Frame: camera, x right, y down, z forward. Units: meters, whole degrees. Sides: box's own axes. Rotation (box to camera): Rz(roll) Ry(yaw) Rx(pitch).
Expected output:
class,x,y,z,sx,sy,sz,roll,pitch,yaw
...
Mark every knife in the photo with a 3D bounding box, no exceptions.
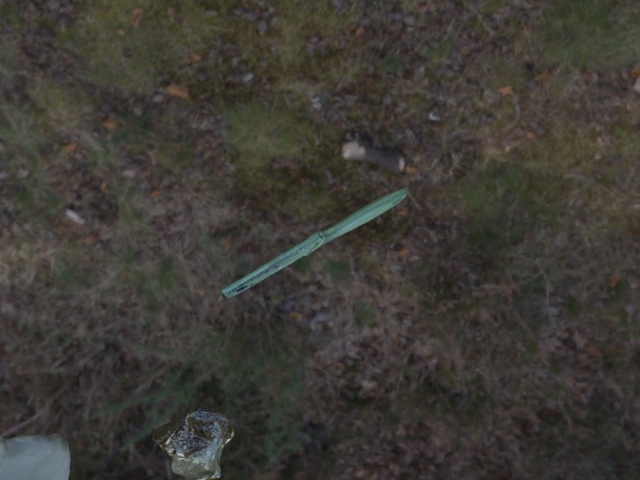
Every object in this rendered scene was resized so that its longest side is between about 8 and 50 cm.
class,x,y,z,sx,sy,sz,roll,pitch,yaw
knife,-0.001,-0.002,1.012,0.020,0.293,0.043,55,157,11

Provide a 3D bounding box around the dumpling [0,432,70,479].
class,x,y,z,sx,sy,sz,roll,pitch,yaw
dumpling,-0.144,0.140,0.271,0.126,0.166,0.216,18,168,28

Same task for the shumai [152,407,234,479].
class,x,y,z,sx,sy,sz,roll,pitch,yaw
shumai,-0.218,0.368,1.409,0.145,0.116,0.145,-4,143,-3
